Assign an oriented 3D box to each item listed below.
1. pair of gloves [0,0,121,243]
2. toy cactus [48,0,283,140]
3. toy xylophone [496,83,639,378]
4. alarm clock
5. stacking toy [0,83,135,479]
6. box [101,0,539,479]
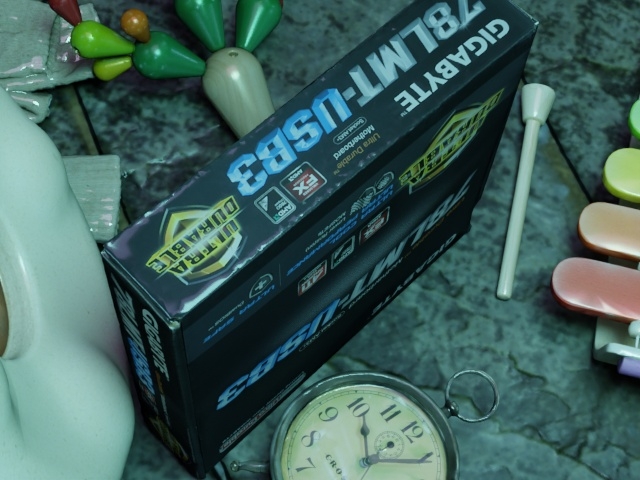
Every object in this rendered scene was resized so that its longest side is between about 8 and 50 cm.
[{"bbox_3d":[-0.260,-0.084,1.088,0.204,0.042,0.240,-9,63,-3],"label":"pair of gloves"},{"bbox_3d":[-0.095,-0.159,1.103,0.219,0.112,0.180,-28,93,-42],"label":"toy cactus"},{"bbox_3d":[0.260,-0.026,1.061,0.236,0.081,0.322,7,64,1],"label":"toy xylophone"},{"bbox_3d":[0.045,0.150,0.976,0.192,0.064,0.129,-32,70,-14],"label":"alarm clock"},{"bbox_3d":[-0.393,0.094,0.896,0.480,0.350,0.350,-22,65,13],"label":"stacking toy"},{"bbox_3d":[0.000,0.000,0.920,0.295,0.293,0.073,-40,71,-19],"label":"box"}]
